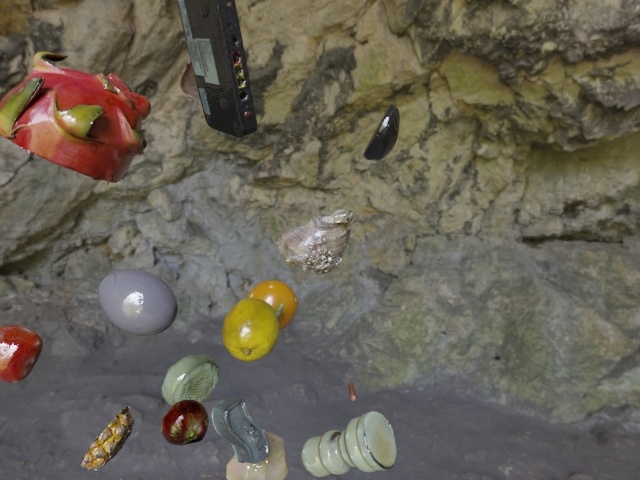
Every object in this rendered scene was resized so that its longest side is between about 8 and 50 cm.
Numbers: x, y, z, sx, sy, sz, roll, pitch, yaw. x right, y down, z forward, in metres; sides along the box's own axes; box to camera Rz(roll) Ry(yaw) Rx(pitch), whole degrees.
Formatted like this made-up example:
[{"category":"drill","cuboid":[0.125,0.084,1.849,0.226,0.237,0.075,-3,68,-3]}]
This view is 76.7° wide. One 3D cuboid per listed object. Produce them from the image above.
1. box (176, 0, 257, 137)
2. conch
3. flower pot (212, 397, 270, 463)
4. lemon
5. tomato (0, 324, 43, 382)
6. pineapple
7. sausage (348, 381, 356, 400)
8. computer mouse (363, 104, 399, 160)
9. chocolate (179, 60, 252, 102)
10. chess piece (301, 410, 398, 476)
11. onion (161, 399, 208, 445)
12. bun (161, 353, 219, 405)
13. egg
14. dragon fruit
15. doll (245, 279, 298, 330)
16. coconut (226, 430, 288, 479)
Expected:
[{"category":"box","cuboid":[-0.251,-0.437,0.982,0.058,0.350,0.211,-26,36,-30]},{"category":"conch","cuboid":[0.000,0.000,1.056,0.245,0.163,0.178,-43,-3,31]},{"category":"flower pot","cuboid":[-0.272,0.655,1.387,0.108,0.229,0.103,-26,7,47]},{"category":"lemon","cuboid":[-0.200,0.254,1.165,0.170,0.170,0.207,6,19,-9]},{"category":"tomato","cuboid":[-0.986,0.350,1.266,0.174,0.166,0.082,24,-12,4]},{"category":"pineapple","cuboid":[-0.693,0.666,1.347,0.076,0.224,0.225,33,0,2]},{"category":"sausage","cuboid":[0.169,0.804,2.165,0.035,0.030,0.147,31,8,-9]},{"category":"computer mouse","cuboid":[0.225,-0.358,1.419,0.086,0.137,0.269,25,-14,-1]},{"category":"chocolate","cuboid":[-0.379,-0.568,1.487,0.261,0.083,0.161,25,-49,-30]},{"category":"chess piece","cuboid":[0.055,0.527,1.015,0.243,0.133,0.133,-32,-21,28]},{"category":"onion","cuboid":[-0.349,0.466,1.046,0.119,0.118,0.117,5,11,44]},{"category":"bun","cuboid":[-0.440,0.463,1.366,0.118,0.195,0.195,25,10,35]},{"category":"egg","cuboid":[-0.439,0.147,0.974,0.199,0.146,0.146,29,0,2]},{"category":"dragon fruit","cuboid":[-0.544,-0.291,0.934,0.305,0.225,0.305,33,5,-3]},{"category":"doll","cuboid":[-0.195,0.268,1.562,0.213,0.213,0.236,6,18,-3]},{"category":"coconut","cuboid":[-0.259,0.910,1.641,0.259,0.259,0.259,6,-1,0]}]
